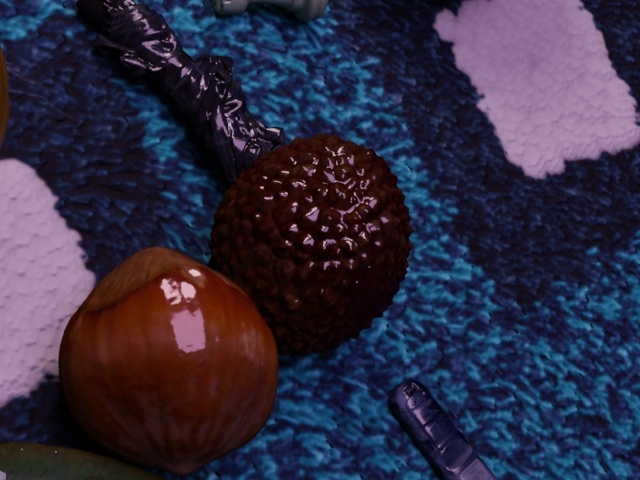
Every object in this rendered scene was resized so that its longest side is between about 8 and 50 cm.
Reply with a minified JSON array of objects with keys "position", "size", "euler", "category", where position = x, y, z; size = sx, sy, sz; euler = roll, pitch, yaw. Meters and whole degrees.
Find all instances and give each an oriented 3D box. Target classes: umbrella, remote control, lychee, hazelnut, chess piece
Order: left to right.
[{"position":[-0.120,0.094,1.387],"size":[0.182,0.182,0.182],"euler":[10,68,-25],"category":"hazelnut"},{"position":[-0.125,-0.153,1.547],"size":[0.224,0.071,0.080],"euler":[44,30,-2],"category":"umbrella"},{"position":[-0.050,-0.238,1.623],"size":[0.103,0.067,0.067],"euler":[-7,75,-21],"category":"chess piece"},{"position":[0.000,0.000,1.489],"size":[0.188,0.188,0.188],"euler":[10,68,-25],"category":"lychee"},{"position":[0.117,0.193,1.572],"size":[0.043,0.027,0.152],"euler":[-40,95,-37],"category":"remote control"}]

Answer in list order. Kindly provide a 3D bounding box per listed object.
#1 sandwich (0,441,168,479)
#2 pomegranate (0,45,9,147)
[{"position":[-0.184,0.298,1.292],"size":[0.250,0.162,0.301],"euler":[28,58,-12],"category":"sandwich"},{"position":[-0.354,-0.117,1.324],"size":[0.233,0.233,0.233],"euler":[10,68,-25],"category":"pomegranate"}]
